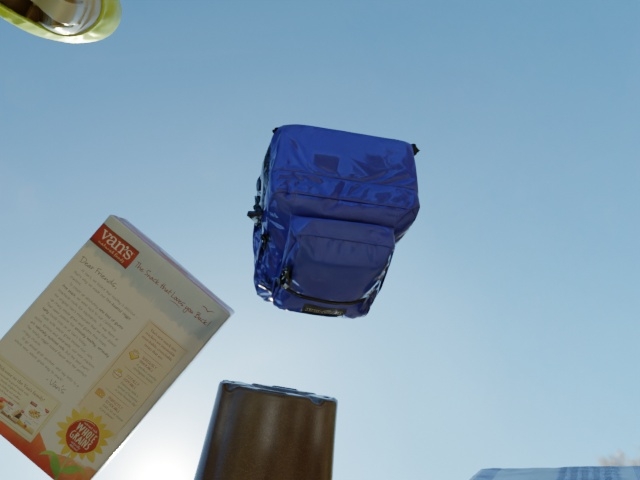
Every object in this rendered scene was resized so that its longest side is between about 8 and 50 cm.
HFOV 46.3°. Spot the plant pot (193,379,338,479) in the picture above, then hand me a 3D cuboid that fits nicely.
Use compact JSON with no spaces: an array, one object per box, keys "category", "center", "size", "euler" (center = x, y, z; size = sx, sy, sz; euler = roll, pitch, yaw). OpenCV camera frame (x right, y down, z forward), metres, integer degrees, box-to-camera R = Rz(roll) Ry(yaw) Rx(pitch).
[{"category":"plant pot","center":[-0.056,0.232,0.757],"size":[0.167,0.167,0.165],"euler":[16,-102,-38]}]

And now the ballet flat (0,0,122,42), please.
[{"category":"ballet flat","center":[-0.260,-0.224,0.662],"size":[0.231,0.077,0.077],"euler":[17,-73,-53]}]

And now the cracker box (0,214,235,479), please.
[{"category":"cracker box","center":[-0.219,0.111,0.750],"size":[0.232,0.156,0.067],"euler":[-49,-1,-3]}]

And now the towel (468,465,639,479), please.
[{"category":"towel","center":[0.254,0.208,0.600],"size":[0.285,0.034,0.209],"euler":[-7,-10,18]}]

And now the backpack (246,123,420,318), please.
[{"category":"backpack","center":[0.000,0.000,0.473],"size":[0.098,0.101,0.120],"euler":[12,-36,-7]}]
